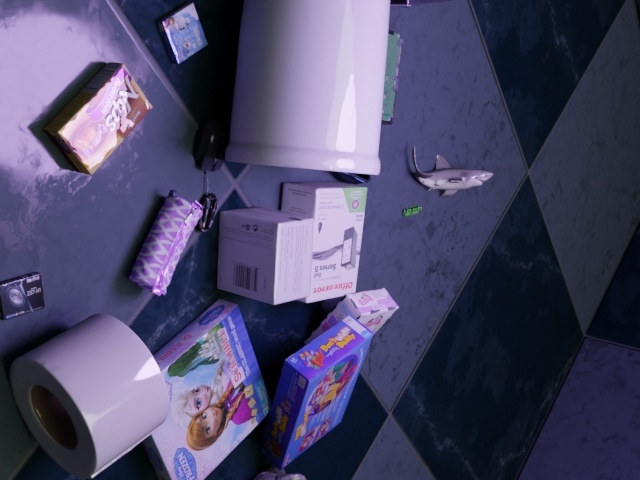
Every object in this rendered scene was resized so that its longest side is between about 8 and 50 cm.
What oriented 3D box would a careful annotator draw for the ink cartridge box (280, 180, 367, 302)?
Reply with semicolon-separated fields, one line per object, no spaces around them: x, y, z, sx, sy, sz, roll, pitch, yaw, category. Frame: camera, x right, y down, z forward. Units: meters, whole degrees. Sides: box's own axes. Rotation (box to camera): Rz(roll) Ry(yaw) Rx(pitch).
0.000;0.000;2.088;0.198;0.114;0.273;-7;105;-50;ink cartridge box

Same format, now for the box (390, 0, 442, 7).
0.229;-0.754;2.111;0.312;0.179;0.343;-21;116;-45;box

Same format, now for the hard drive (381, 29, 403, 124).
0.072;-0.412;2.105;0.339;0.064;0.237;-2;102;-50;hard drive

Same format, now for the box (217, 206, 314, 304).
-0.121;0.029;1.895;0.119;0.181;0.182;-10;107;-50;box

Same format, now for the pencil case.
-0.306;0.008;1.739;0.086;0.088;0.206;35;74;-47;pencil case

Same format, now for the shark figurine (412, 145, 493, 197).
0.336;-0.202;2.487;0.278;0.166;0.116;5;71;-34;shark figurine

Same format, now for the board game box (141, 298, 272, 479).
-0.262;0.347;1.902;0.318;0.066;0.319;-42;130;-36;board game box

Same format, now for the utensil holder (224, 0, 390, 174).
-0.023;-0.341;1.808;0.327;0.327;0.386;-1;97;-51;utensil holder

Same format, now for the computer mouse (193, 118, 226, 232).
-0.231;-0.135;1.828;0.071;0.041;0.242;-10;108;-50;computer mouse

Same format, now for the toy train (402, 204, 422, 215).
0.261;-0.084;2.464;0.083;0.017;0.024;-12;119;-49;toy train

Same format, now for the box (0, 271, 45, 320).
-0.533;0.098;1.540;0.083;0.018;0.067;-18;114;-47;box

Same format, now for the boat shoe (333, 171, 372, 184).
0.048;-0.224;2.105;0.258;0.089;0.109;33;74;-50;boat shoe

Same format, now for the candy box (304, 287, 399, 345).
0.079;0.213;2.200;0.164;0.070;0.196;-4;141;-50;candy box

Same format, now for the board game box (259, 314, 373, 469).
-0.013;0.368;2.088;0.233;0.078;0.347;-30;148;-41;board game box

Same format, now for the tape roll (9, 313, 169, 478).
-0.413;0.275;1.556;0.169;0.246;0.246;-34;125;-42;tape roll

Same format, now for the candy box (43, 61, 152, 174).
-0.402;-0.224;1.584;0.187;0.053;0.109;-53;135;-25;candy box

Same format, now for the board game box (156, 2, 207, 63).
-0.272;-0.410;1.717;0.090;0.020;0.090;-45;132;-35;board game box

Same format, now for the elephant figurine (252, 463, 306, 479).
-0.103;0.623;2.120;0.239;0.169;0.186;62;23;-20;elephant figurine
